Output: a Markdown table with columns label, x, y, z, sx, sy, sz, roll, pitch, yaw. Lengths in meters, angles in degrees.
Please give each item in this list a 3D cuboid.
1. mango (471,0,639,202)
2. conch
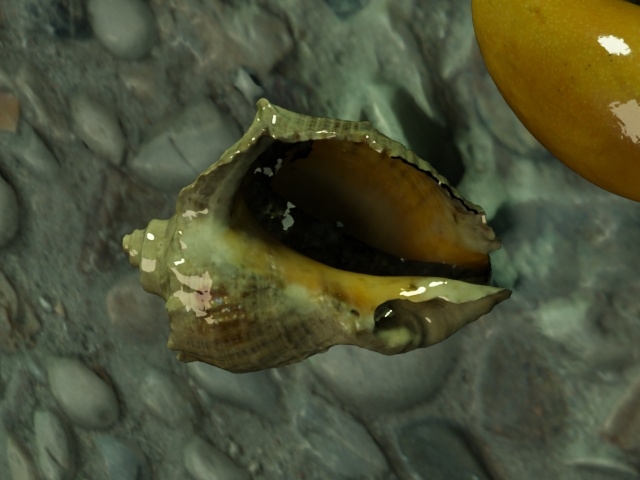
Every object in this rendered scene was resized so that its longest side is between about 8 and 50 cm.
| label | x | y | z | sx | sy | sz | roll | pitch | yaw |
| --- | --- | --- | --- | --- | --- | --- | --- | --- | --- |
| mango | 0.146 | -0.086 | 0.986 | 0.184 | 0.085 | 0.102 | 39 | 139 | 25 |
| conch | 0.000 | 0.000 | 1.147 | 0.245 | 0.163 | 0.178 | 9 | 148 | 4 |
